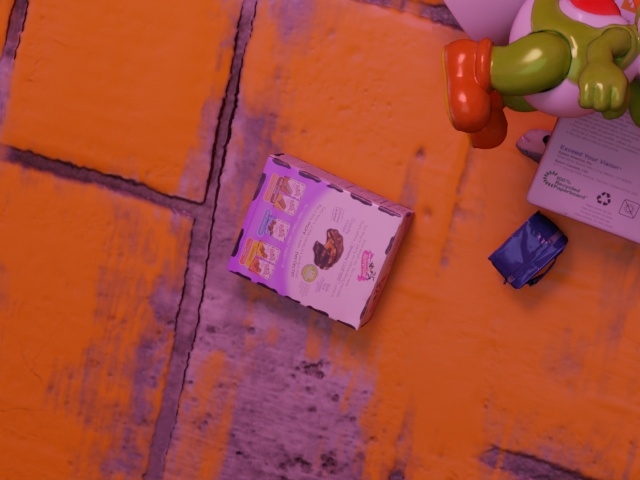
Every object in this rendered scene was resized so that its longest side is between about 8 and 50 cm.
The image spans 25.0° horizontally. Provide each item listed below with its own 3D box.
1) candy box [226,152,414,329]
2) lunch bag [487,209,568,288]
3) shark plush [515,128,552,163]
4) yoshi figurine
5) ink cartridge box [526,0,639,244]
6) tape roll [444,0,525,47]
[{"bbox_3d":[0.000,0.000,1.879,0.196,0.070,0.164,25,103,13],"label":"candy box"},{"bbox_3d":[0.260,0.018,1.806,0.065,0.067,0.098,46,108,7],"label":"lunch bag"},{"bbox_3d":[0.321,-0.087,1.798,0.161,0.073,0.067,36,131,-6],"label":"shark plush"},{"bbox_3d":[0.326,-0.161,1.550,0.362,0.203,0.203,-12,129,15],"label":"yoshi figurine"},{"bbox_3d":[0.448,-0.136,1.668,0.324,0.071,0.330,21,116,2],"label":"ink cartridge box"},{"bbox_3d":[0.215,-0.357,1.679,0.169,0.246,0.246,-30,88,18],"label":"tape roll"}]
